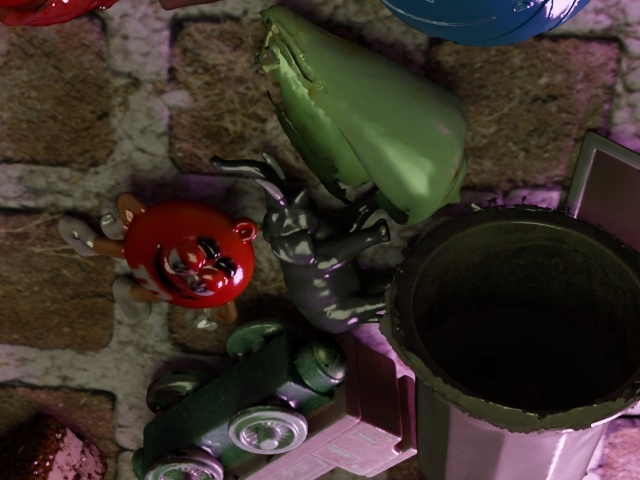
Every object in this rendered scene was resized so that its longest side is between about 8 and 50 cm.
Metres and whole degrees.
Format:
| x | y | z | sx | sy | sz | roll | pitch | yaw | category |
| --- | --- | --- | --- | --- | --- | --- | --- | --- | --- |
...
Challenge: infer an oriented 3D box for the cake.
| x | y | z | sx | sy | sz | roll | pitch | yaw | category |
| --- | --- | --- | --- | --- | --- | --- | --- | --- | --- |
| -0.370 | 0.312 | 2.100 | 0.246 | 0.135 | 0.112 | -30 | 123 | 23 | cake |

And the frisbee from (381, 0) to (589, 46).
| x | y | z | sx | sy | sz | roll | pitch | yaw | category |
| --- | --- | --- | --- | --- | --- | --- | --- | --- | --- |
| 0.153 | -0.273 | 1.676 | 0.242 | 0.045 | 0.242 | 1 | 130 | 1 | frisbee |

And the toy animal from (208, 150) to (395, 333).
| x | y | z | sx | sy | sz | roll | pitch | yaw | category |
| --- | --- | --- | --- | --- | --- | --- | --- | --- | --- |
| 0.008 | -0.005 | 1.867 | 0.137 | 0.082 | 0.269 | -20 | 126 | 16 | toy animal |

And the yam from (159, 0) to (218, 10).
| x | y | z | sx | sy | sz | roll | pitch | yaw | category |
| --- | --- | --- | --- | --- | --- | --- | --- | --- | --- |
| -0.092 | -0.254 | 1.673 | 0.127 | 0.084 | 0.084 | -7 | 128 | 9 | yam |

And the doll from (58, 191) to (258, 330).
| x | y | z | sx | sy | sz | roll | pitch | yaw | category |
| --- | --- | --- | --- | --- | --- | --- | --- | --- | --- |
| -0.148 | 0.024 | 1.876 | 0.217 | 0.085 | 0.183 | -9 | 130 | 34 | doll |

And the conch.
| x | y | z | sx | sy | sz | roll | pitch | yaw | category |
| --- | --- | --- | --- | --- | --- | --- | --- | --- | --- |
| 0.031 | -0.111 | 1.762 | 0.251 | 0.143 | 0.137 | 25 | 84 | -2 | conch |

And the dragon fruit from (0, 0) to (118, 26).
| x | y | z | sx | sy | sz | roll | pitch | yaw | category |
| --- | --- | --- | --- | --- | --- | --- | --- | --- | --- |
| -0.262 | -0.307 | 1.542 | 0.299 | 0.244 | 0.244 | 25 | 125 | -17 | dragon fruit |

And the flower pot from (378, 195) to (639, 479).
| x | y | z | sx | sy | sz | roll | pitch | yaw | category |
| --- | --- | --- | --- | --- | --- | --- | --- | --- | --- |
| 0.194 | 0.138 | 1.867 | 0.290 | 0.290 | 0.259 | 4 | 141 | -1 | flower pot |

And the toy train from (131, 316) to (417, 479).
| x | y | z | sx | sy | sz | roll | pitch | yaw | category |
| --- | --- | --- | --- | --- | --- | --- | --- | --- | --- |
| -0.055 | 0.206 | 2.002 | 0.221 | 0.150 | 0.304 | 29 | 132 | -35 | toy train |

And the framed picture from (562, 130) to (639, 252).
| x | y | z | sx | sy | sz | roll | pitch | yaw | category |
| --- | --- | --- | --- | --- | --- | --- | --- | --- | --- |
| 0.332 | 0.038 | 1.869 | 0.217 | 0.017 | 0.274 | 30 | 132 | 20 | framed picture |
